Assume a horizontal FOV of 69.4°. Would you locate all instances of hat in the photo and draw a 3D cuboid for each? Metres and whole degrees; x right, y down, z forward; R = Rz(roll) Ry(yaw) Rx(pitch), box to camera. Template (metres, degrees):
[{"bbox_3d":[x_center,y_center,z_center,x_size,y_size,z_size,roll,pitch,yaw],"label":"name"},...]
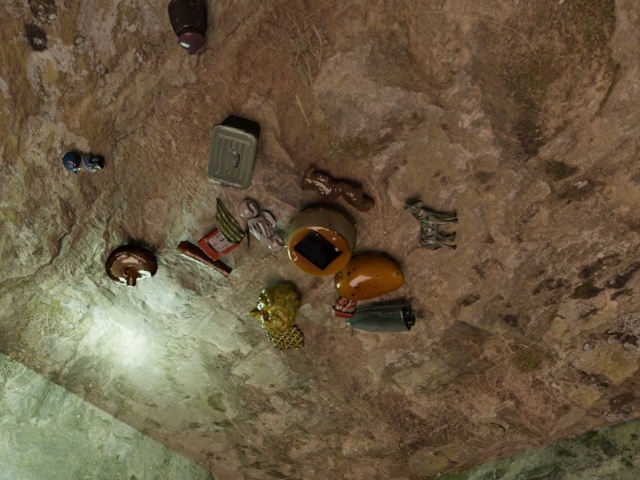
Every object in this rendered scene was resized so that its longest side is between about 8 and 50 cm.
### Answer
[{"bbox_3d":[0.117,0.257,2.026,0.112,0.094,0.163,10,123,-11],"label":"hat"}]

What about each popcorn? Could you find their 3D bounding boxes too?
[{"bbox_3d":[-0.200,0.296,2.054,0.216,0.181,0.235,18,128,-3],"label":"popcorn"}]

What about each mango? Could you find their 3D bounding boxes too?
[{"bbox_3d":[0.197,0.146,1.887,0.289,0.160,0.191,-5,116,9],"label":"mango"}]

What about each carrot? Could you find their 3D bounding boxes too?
[{"bbox_3d":[-0.506,0.084,2.026,0.260,0.070,0.070,33,126,-15],"label":"carrot"}]

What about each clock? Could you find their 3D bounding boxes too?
[{"bbox_3d":[-0.425,0.002,1.954,0.155,0.061,0.113,-29,117,24],"label":"clock"}]

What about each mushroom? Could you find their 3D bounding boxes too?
[{"bbox_3d":[-0.841,0.099,2.068,0.231,0.138,0.195,-10,111,4],"label":"mushroom"}]

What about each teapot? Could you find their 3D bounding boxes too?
[{"bbox_3d":[-0.405,-0.643,1.402,0.116,0.146,0.148,3,159,-43],"label":"teapot"}]

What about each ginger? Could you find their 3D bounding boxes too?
[{"bbox_3d":[0.067,-0.175,1.710,0.289,0.084,0.122,21,121,-6],"label":"ginger"}]

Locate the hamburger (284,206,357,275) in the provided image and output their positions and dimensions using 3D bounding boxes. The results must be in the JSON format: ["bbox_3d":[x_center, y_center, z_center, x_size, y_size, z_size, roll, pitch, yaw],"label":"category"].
[{"bbox_3d":[0.000,0.000,1.799,0.275,0.179,0.294,34,122,-18],"label":"hamburger"}]

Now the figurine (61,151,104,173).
[{"bbox_3d":[-0.930,-0.303,1.810,0.149,0.087,0.086,2,89,8],"label":"figurine"}]

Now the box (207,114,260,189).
[{"bbox_3d":[-0.300,-0.318,1.642,0.163,0.135,0.244,14,127,-2],"label":"box"}]

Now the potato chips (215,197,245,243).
[{"bbox_3d":[-0.382,-0.071,1.873,0.028,0.092,0.208,0,130,43],"label":"potato chips"}]

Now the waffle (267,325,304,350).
[{"bbox_3d":[-0.172,0.477,2.277,0.183,0.036,0.170,-7,122,13],"label":"waffle"}]

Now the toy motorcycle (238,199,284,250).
[{"bbox_3d":[-0.237,-0.051,1.846,0.112,0.113,0.254,-26,117,27],"label":"toy motorcycle"}]

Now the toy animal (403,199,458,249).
[{"bbox_3d":[0.431,-0.066,1.730,0.169,0.090,0.255,-14,120,26],"label":"toy animal"}]

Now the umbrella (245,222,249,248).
[{"bbox_3d":[-0.306,-0.016,1.941,0.022,0.022,0.149,27,132,24],"label":"umbrella"}]

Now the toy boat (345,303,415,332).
[{"bbox_3d":[0.258,0.348,2.070,0.319,0.092,0.141,-9,125,25],"label":"toy boat"}]
